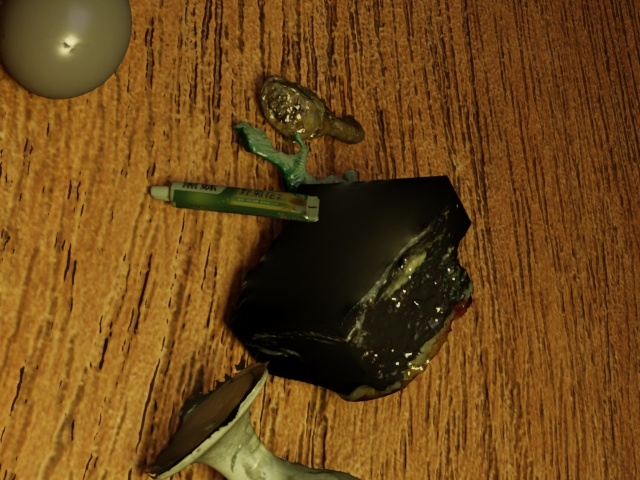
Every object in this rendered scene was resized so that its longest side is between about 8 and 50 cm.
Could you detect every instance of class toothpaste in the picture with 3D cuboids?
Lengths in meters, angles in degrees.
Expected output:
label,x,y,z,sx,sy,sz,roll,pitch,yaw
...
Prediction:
label,x,y,z,sx,sy,sz,roll,pitch,yaw
toothpaste,-0.103,-0.048,1.383,0.204,0.031,0.049,6,39,-2

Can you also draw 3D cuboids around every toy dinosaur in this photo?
label,x,y,z,sx,sy,sz,roll,pitch,yaw
toy dinosaur,0.029,-0.020,1.546,0.383,0.076,0.129,52,47,-2

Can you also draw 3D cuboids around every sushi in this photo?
label,x,y,z,sx,sy,sz,roll,pitch,yaw
sushi,0.061,0.070,1.392,0.212,0.215,0.227,56,45,-37

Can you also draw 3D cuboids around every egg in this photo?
label,x,y,z,sx,sy,sz,roll,pitch,yaw
egg,-0.287,-0.246,1.305,0.146,0.146,0.198,39,37,-21

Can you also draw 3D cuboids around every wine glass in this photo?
label,x,y,z,sx,sy,sz,roll,pitch,yaw
wine glass,-0.013,0.305,1.222,0.357,0.190,0.190,48,41,-5

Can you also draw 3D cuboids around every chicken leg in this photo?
label,x,y,z,sx,sy,sz,roll,pitch,yaw
chicken leg,-0.008,-0.169,1.611,0.198,0.069,0.085,17,32,-46
